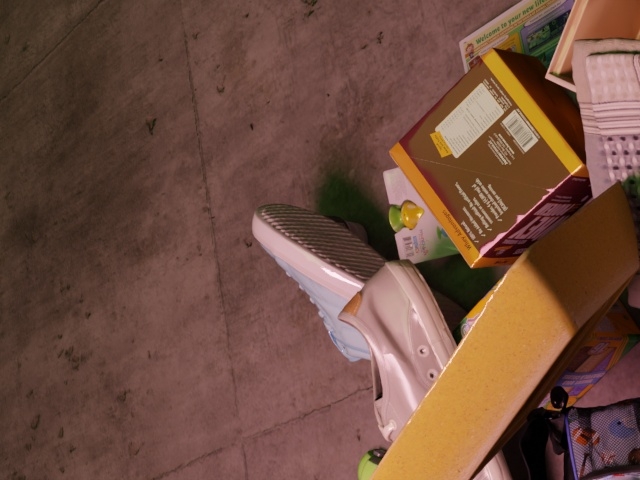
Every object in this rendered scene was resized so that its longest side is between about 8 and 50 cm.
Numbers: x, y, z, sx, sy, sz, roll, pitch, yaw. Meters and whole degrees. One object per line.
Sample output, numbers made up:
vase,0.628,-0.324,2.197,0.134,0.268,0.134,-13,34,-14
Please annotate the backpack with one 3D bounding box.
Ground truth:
backpack,0.337,0.321,1.315,0.213,0.276,0.263,-11,36,19

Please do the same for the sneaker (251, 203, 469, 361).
sneaker,0.036,0.092,1.790,0.366,0.135,0.150,35,117,18

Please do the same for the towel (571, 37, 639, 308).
towel,0.387,-0.055,1.348,0.324,0.056,0.312,19,129,60

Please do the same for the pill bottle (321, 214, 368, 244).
pill bottle,0.000,0.000,1.931,0.078,0.137,0.078,-8,80,50

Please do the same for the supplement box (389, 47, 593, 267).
supplement box,0.230,-0.100,1.605,0.194,0.129,0.191,-45,67,27

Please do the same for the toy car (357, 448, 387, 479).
toy car,0.117,0.358,1.804,0.225,0.053,0.239,22,103,50

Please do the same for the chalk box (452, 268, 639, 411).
chalk box,0.262,0.132,1.589,0.213,0.132,0.132,-52,48,33

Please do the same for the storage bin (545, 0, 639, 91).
storage bin,0.426,-0.252,1.442,0.262,0.123,0.260,38,115,48

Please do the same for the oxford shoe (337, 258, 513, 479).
oxford shoe,0.149,0.245,1.621,0.169,0.130,0.449,125,120,-84

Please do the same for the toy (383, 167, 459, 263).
toy,0.202,-0.054,1.740,0.237,0.056,0.137,-14,84,35

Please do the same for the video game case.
video game case,0.278,-0.223,1.704,0.212,0.023,0.193,-29,64,47

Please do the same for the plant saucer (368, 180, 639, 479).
plant saucer,0.209,0.121,1.340,0.081,0.332,0.333,38,119,15
